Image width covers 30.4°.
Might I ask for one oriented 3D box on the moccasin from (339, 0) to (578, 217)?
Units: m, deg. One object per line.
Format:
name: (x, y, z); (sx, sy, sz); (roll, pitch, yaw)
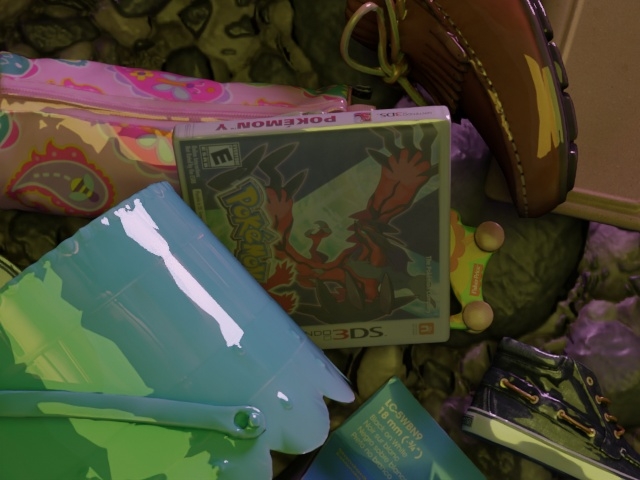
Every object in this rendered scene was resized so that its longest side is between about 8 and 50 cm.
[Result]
moccasin: (0.071, -0.181, 0.881); (0.147, 0.139, 0.380); (-27, 80, 0)

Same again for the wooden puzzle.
wooden puzzle: (0.264, -0.110, 0.903); (0.238, 0.044, 0.221); (13, 79, 26)

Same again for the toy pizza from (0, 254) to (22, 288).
toy pizza: (-0.289, 0.095, 0.855); (0.201, 0.032, 0.201); (1, 86, -16)

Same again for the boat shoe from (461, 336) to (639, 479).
boat shoe: (0.204, 0.141, 0.890); (0.183, 0.065, 0.083); (24, 81, -1)

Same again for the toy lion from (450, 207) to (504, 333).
toy lion: (0.091, 0.017, 0.916); (0.096, 0.034, 0.100); (8, 81, 2)

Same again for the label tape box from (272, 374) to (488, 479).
label tape box: (0.016, 0.290, 0.828); (0.333, 0.106, 0.241); (-41, 88, -10)

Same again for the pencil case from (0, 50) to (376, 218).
pencil case: (-0.105, -0.071, 0.861); (0.284, 0.124, 0.124); (5, 81, -4)

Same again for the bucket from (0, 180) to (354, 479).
bucket: (-0.138, 0.105, 0.747); (0.281, 0.281, 0.183); (-39, 92, -10)

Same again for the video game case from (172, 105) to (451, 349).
video game case: (0.000, 0.000, 0.830); (0.183, 0.201, 0.023); (-4, 38, 1)
